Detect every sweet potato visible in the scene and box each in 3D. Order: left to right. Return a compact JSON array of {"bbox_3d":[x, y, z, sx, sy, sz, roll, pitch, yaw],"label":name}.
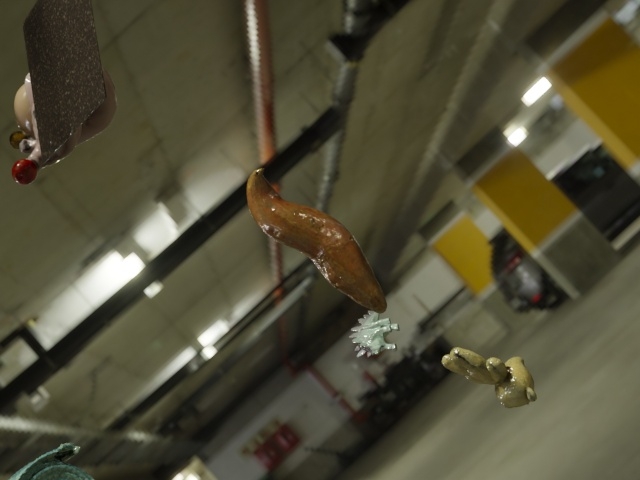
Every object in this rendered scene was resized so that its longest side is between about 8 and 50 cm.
[{"bbox_3d":[-0.001,0.001,1.366,0.055,0.202,0.058,-49,2,37],"label":"sweet potato"}]

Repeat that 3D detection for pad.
[{"bbox_3d":[-0.351,-0.248,1.744,0.004,0.220,0.330,-6,-8,-27],"label":"pad"}]

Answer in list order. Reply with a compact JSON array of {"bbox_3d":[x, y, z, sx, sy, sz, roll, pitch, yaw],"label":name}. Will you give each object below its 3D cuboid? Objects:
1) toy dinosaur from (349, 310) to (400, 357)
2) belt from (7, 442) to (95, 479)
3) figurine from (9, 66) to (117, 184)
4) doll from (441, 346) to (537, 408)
[{"bbox_3d":[0.092,0.152,2.182,0.082,0.039,0.209,-19,16,14],"label":"toy dinosaur"},{"bbox_3d":[-0.267,0.293,1.241,0.082,0.147,0.163,-34,-3,26],"label":"belt"},{"bbox_3d":[-0.455,-0.219,2.176,0.186,0.176,0.287,-11,30,14],"label":"figurine"},{"bbox_3d":[0.170,0.137,1.282,0.061,0.093,0.051,136,139,-63],"label":"doll"}]
